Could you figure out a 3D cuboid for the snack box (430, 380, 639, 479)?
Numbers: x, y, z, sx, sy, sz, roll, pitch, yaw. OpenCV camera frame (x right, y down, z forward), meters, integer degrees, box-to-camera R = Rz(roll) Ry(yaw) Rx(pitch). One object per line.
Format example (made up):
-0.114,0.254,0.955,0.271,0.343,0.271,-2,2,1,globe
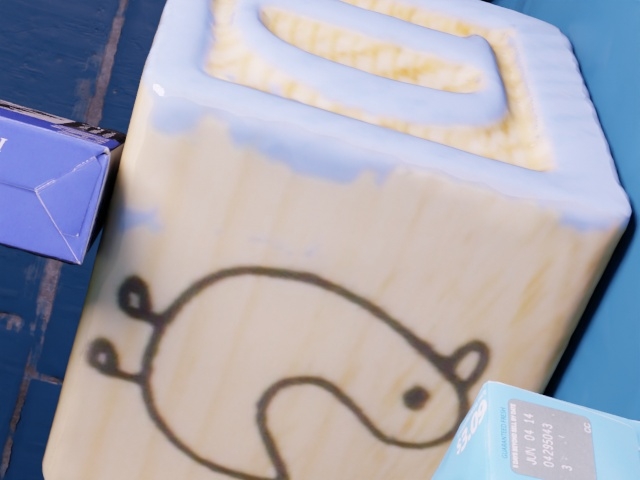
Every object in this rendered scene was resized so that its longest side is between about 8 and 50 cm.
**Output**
0.025,0.223,0.434,0.187,0.060,0.322,-83,11,-50,snack box

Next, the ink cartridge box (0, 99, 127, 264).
-0.134,-0.033,0.536,0.207,0.097,0.046,-136,62,-82,ink cartridge box

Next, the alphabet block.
0.000,0.000,0.572,0.193,0.192,0.197,-84,11,-59,alphabet block
